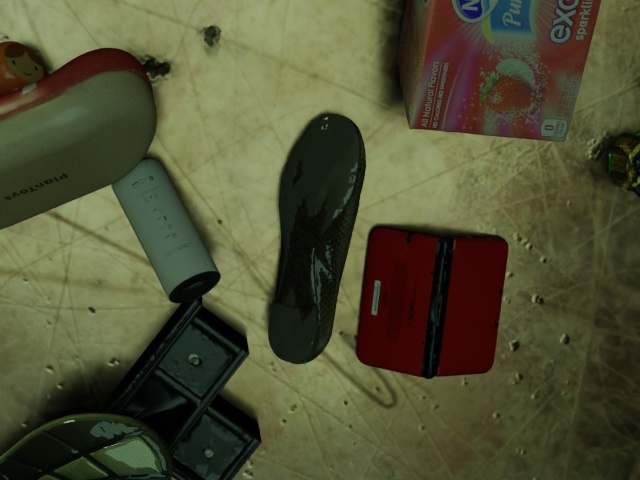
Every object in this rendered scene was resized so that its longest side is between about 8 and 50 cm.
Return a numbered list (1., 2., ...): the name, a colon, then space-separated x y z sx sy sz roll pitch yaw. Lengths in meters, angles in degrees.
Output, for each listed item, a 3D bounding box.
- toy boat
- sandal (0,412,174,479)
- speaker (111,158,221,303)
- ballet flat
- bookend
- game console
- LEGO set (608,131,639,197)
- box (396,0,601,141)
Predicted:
1. toy boat: -0.268 -0.116 1.130 0.231 0.151 0.151 -22 69 3
2. sandal: -0.270 0.243 1.205 0.302 0.086 0.120 -28 96 25
3. speaker: -0.146 -0.009 1.172 0.055 0.055 0.136 -31 68 0
4. ballet flat: 0.000 0.000 1.224 0.084 0.058 0.250 10 93 29
5. bookend: -0.110 0.157 1.226 0.157 0.072 0.156 38 94 -10
6. game console: 0.113 0.061 1.261 0.124 0.085 0.144 10 99 25
7. LEGO set: 0.456 -0.048 1.183 0.255 0.192 0.331 -39 100 2
8. box: 0.164 -0.253 1.093 0.154 0.142 0.300 5 125 -6
